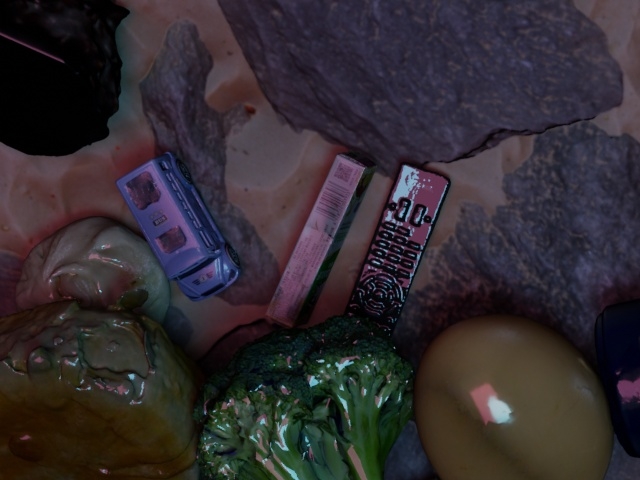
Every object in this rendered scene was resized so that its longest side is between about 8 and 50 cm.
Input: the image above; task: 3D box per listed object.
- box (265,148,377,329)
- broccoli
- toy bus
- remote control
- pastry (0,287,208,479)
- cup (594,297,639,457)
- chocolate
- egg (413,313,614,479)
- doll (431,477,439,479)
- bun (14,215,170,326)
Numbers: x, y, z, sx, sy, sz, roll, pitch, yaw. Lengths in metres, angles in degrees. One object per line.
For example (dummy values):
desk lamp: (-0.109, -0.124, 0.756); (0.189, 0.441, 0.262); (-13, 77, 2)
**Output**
box: (0.000, 0.000, 1.752); (0.041, 0.050, 0.207); (26, 102, 11)
broccoli: (-0.004, 0.210, 1.667); (0.294, 0.265, 0.245); (-51, 51, 43)
toy bus: (-0.161, -0.011, 1.772); (0.073, 0.076, 0.167); (-30, 90, 15)
remote control: (0.076, 0.034, 1.752); (0.063, 0.025, 0.245); (23, 101, 8)
pastry: (-0.266, 0.198, 1.747); (0.330, 0.136, 0.329); (7, 134, 8)
cup: (0.425, 0.161, 1.598); (0.256, 0.178, 0.255); (-14, 67, 16)
chocolate: (-0.306, -0.222, 1.764); (0.224, 0.206, 0.177); (25, 58, -2)
egg: (0.195, 0.179, 1.646); (0.201, 0.201, 0.244); (-31, 128, 15)
doll: (0.134, 0.321, 1.732); (0.221, 0.115, 0.105); (29, 84, 35)
bun: (-0.262, 0.066, 1.792); (0.183, 0.102, 0.183); (2, 101, 12)
